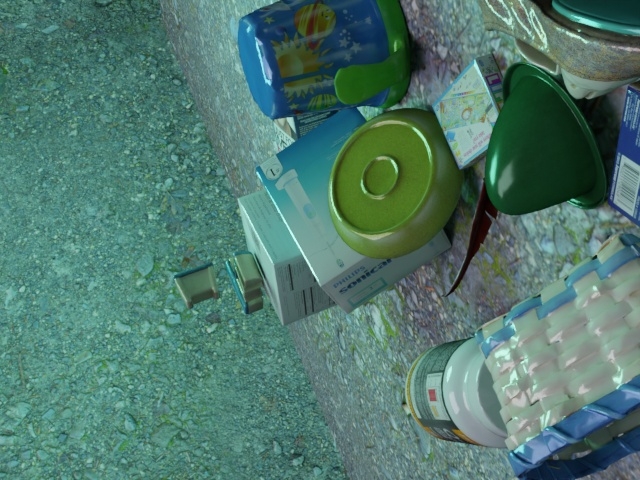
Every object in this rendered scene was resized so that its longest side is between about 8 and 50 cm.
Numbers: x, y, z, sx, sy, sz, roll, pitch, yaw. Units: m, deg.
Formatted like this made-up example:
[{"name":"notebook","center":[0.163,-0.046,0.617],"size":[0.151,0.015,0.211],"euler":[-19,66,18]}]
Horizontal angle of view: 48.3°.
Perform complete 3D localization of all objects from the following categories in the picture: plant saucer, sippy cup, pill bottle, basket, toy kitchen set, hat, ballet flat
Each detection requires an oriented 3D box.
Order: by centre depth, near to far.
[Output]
[{"name":"basket","center":[0.290,0.157,0.616],"size":[0.255,0.201,0.288],"euler":[-38,50,30]},{"name":"ballet flat","center":[0.239,-0.195,0.660],"size":[0.316,0.108,0.106],"euler":[-113,6,-55]},{"name":"hat","center":[0.186,-0.060,0.780],"size":[0.208,0.184,0.173],"euler":[61,176,-7]},{"name":"pill bottle","center":[0.239,0.224,1.063],"size":[0.278,0.162,0.162],"euler":[130,119,-74]},{"name":"plant saucer","center":[0.099,-0.092,1.078],"size":[0.037,0.241,0.241],"euler":[20,-146,-51]},{"name":"sippy cup","center":[-0.006,-0.303,1.149],"size":[0.305,0.224,0.240],"euler":[160,90,-75]},{"name":"toy kitchen set","center":[-0.216,0.085,1.484],"size":[0.207,0.166,0.122],"euler":[100,148,-65]}]

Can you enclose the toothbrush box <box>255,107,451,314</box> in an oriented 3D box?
[{"name":"toothbrush box","center":[0.051,-0.059,1.228],"size":[0.295,0.216,0.126],"euler":[59,-175,37]}]

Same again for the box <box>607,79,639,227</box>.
[{"name":"box","center":[0.340,-0.032,0.603],"size":[0.225,0.037,0.136],"euler":[-124,20,-48]}]

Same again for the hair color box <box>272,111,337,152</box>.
[{"name":"hair color box","center":[-0.042,-0.293,1.534],"size":[0.174,0.105,0.347],"euler":[-132,27,-55]}]

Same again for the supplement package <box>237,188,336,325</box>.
[{"name":"supplement package","center":[0.000,0.000,1.437],"size":[0.198,0.263,0.199],"euler":[85,160,-48]}]

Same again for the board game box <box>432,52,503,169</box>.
[{"name":"board game box","center":[0.204,-0.166,0.948],"size":[0.154,0.026,0.103],"euler":[136,114,-74]}]
